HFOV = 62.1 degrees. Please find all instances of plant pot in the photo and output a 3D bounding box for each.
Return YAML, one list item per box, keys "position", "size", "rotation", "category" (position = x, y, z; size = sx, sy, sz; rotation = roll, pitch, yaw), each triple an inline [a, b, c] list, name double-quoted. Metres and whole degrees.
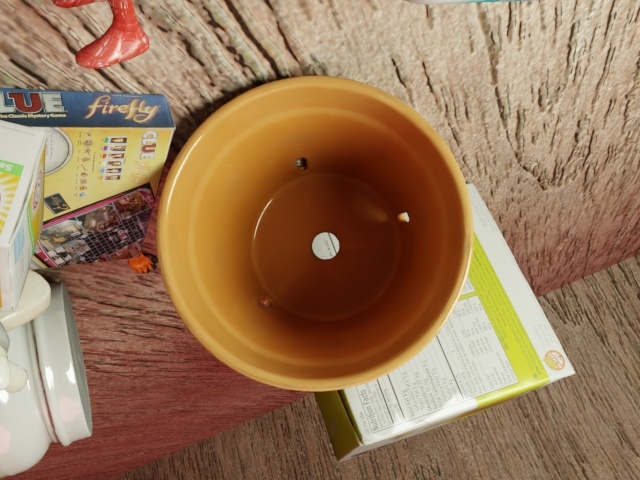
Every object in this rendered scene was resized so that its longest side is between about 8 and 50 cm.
- position: [0.000, 0.000, 0.579]
  size: [0.291, 0.290, 0.203]
  rotation: [-22, 173, 2]
  category: "plant pot"

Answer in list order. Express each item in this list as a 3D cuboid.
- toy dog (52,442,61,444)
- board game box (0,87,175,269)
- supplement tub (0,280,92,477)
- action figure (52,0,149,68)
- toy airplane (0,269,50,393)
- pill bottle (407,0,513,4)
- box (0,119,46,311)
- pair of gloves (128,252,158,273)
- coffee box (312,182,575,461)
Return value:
- position: [-0.485, 0.278, 0.884]
  size: [0.161, 0.220, 0.334]
  rotation: [21, 148, -27]
  category: "toy dog"
- position: [-0.251, -0.048, 0.528]
  size: [0.165, 0.042, 0.243]
  rotation: [-6, 153, -31]
  category: "board game box"
- position: [-0.453, 0.175, 0.609]
  size: [0.325, 0.235, 0.235]
  rotation: [-11, 155, -22]
  category: "supplement tub"
- position: [-0.164, -0.191, 0.219]
  size: [0.139, 0.091, 0.280]
  rotation: [-22, 159, -20]
  category: "action figure"
- position: [-0.424, 0.133, 0.350]
  size: [0.385, 0.385, 0.272]
  rotation: [22, 143, -25]
  category: "toy airplane"
- position: [0.168, -0.232, 0.337]
  size: [0.264, 0.146, 0.146]
  rotation: [-11, 155, -20]
  category: "pill bottle"
- position: [-0.311, -0.031, 0.368]
  size: [0.203, 0.103, 0.114]
  rotation: [13, 144, -23]
  category: "box"
- position: [-0.227, 0.025, 0.750]
  size: [0.083, 0.010, 0.074]
  rotation: [-17, 157, -10]
  category: "pair of gloves"
- position: [0.140, 0.156, 0.925]
  size: [0.335, 0.337, 0.337]
  rotation: [-15, 156, -12]
  category: "coffee box"
